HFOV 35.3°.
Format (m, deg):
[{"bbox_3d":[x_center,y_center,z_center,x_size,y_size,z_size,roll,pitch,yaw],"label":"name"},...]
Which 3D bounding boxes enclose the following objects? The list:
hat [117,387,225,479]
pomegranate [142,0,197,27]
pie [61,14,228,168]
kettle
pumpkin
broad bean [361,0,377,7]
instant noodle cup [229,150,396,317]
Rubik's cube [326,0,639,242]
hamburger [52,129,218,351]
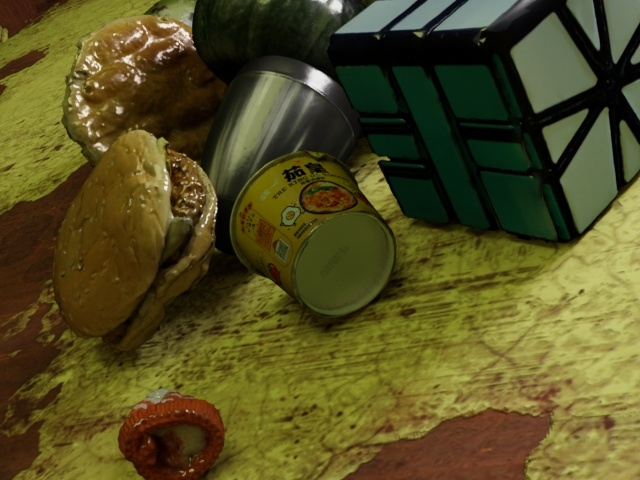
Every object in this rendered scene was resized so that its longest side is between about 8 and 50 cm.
[{"bbox_3d":[-0.169,0.199,1.106,0.112,0.093,0.162,-5,17,-14],"label":"hat"},{"bbox_3d":[-0.244,-0.339,1.902,0.291,0.290,0.323,-24,27,7],"label":"pomegranate"},{"bbox_3d":[-0.263,-0.213,1.654,0.339,0.339,0.083,-45,8,-30],"label":"pie"},{"bbox_3d":[-0.101,-0.101,1.446,0.251,0.207,0.271,10,57,24],"label":"kettle"},{"bbox_3d":[-0.055,-0.306,1.567,0.300,0.300,0.207,8,70,48],"label":"pumpkin"},{"bbox_3d":[0.119,-0.351,1.762,0.238,0.119,0.291,-23,28,13],"label":"broad bean"},{"bbox_3d":[0.000,0.000,1.217,0.182,0.182,0.144,-32,36,-10],"label":"instant noodle cup"},{"bbox_3d":[0.231,-0.195,1.217,0.283,0.288,0.293,11,48,49],"label":"Rubik's cube"},{"bbox_3d":[-0.256,-0.004,1.348,0.283,0.145,0.259,-49,35,20],"label":"hamburger"}]
